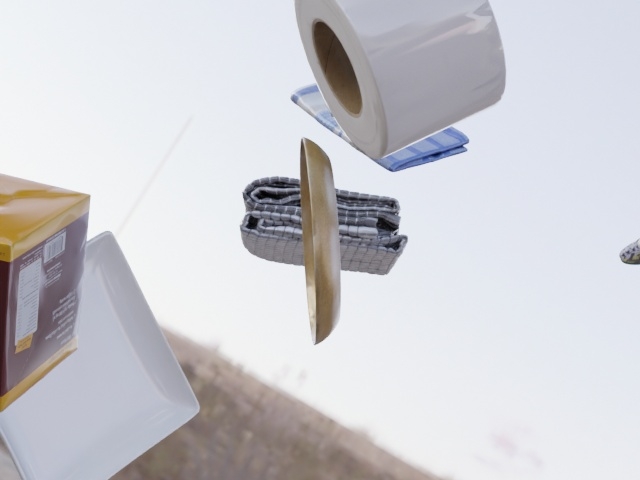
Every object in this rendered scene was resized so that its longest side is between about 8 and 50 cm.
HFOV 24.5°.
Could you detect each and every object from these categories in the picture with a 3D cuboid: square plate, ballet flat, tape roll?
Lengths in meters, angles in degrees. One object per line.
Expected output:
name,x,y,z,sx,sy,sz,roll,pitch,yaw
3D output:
square plate,-0.391,0.210,2.334,0.049,0.344,0.347,-11,-72,49
ballet flat,0.422,0.003,1.801,0.114,0.041,0.041,-6,-10,-5
tape roll,0.093,-0.242,1.802,0.246,0.169,0.246,58,-16,27

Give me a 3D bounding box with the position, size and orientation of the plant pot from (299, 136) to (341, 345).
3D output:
plant pot,0.000,0.000,1.663,0.032,0.236,0.236,-3,-11,-4

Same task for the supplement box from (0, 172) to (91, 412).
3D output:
supplement box,-0.354,0.051,1.603,0.129,0.194,0.191,13,21,13

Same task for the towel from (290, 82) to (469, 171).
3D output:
towel,0.106,-0.218,2.645,0.285,0.209,0.034,39,-49,35

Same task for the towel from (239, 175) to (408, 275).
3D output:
towel,0.005,-0.030,2.535,0.283,0.121,0.235,6,-11,-1

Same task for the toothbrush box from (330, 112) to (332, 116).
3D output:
toothbrush box,0.084,-0.379,2.512,0.126,0.216,0.296,83,-6,-56
